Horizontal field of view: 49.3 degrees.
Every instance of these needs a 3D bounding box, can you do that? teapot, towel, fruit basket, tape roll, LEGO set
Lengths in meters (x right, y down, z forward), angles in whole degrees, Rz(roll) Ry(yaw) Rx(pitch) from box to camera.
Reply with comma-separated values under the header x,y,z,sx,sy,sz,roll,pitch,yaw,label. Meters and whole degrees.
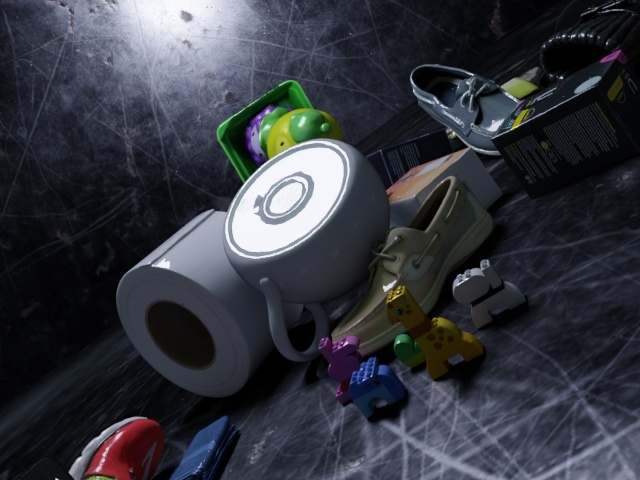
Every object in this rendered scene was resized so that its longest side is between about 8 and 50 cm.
x,y,z,sx,sy,sz,roll,pitch,yaw,label
0.000,0.000,0.977,0.256,0.187,0.252,-38,38,3,teapot
-0.143,0.267,0.846,0.067,0.029,0.119,-33,11,20,towel
-0.061,-0.188,1.662,0.283,0.392,0.392,-32,11,10,fruit basket
-0.170,0.099,1.092,0.246,0.246,0.169,-28,14,42,tape roll
0.081,0.090,0.690,0.227,0.093,0.087,-34,10,18,LEGO set

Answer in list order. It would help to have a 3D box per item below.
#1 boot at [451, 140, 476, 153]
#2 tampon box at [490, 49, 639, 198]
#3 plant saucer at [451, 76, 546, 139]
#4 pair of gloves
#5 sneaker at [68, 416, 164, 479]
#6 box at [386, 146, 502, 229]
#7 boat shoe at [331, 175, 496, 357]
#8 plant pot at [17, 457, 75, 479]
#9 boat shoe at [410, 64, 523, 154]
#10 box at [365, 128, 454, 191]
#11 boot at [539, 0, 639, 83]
x,y,z,sx,sy,sz,roll,pitch,yaw,label
0.301,-0.191,1.391,0.121,0.045,0.099,-36,4,-4,boot
0.330,-0.150,0.909,0.161,0.101,0.120,-26,15,47,tampon box
0.353,-0.270,1.400,0.188,0.045,0.188,-30,-4,25,plant saucer
0.392,-0.302,1.585,0.240,0.042,0.204,-30,9,27,pair of gloves
-0.254,0.326,0.845,0.118,0.107,0.279,-11,24,26,sneaker
0.168,-0.057,1.078,0.130,0.091,0.170,-41,11,-22,box
0.104,0.029,0.874,0.302,0.098,0.109,-42,11,-29,boat shoe
-0.164,0.284,0.442,0.167,0.187,0.188,-4,32,49,plant pot
0.272,-0.249,1.278,0.116,0.099,0.319,-50,37,3,boat shoe
0.159,-0.141,1.380,0.158,0.093,0.156,-20,2,-25,box
0.481,-0.353,1.245,0.260,0.131,0.348,-41,9,-15,boot
